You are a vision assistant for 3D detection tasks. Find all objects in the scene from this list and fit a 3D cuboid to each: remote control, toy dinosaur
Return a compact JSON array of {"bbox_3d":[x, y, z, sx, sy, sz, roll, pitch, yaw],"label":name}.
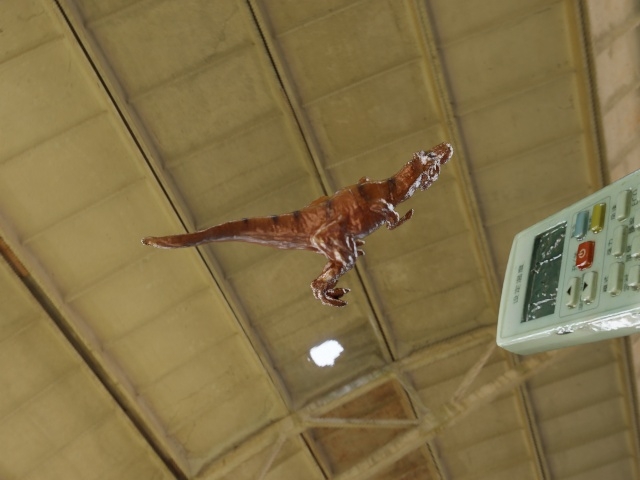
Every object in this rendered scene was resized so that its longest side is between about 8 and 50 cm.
[{"bbox_3d":[0.269,0.012,0.541,0.050,0.344,0.145,20,-112,-9],"label":"remote control"},{"bbox_3d":[0.000,0.000,0.842,0.432,0.097,0.208,-24,-38,-14],"label":"toy dinosaur"}]
